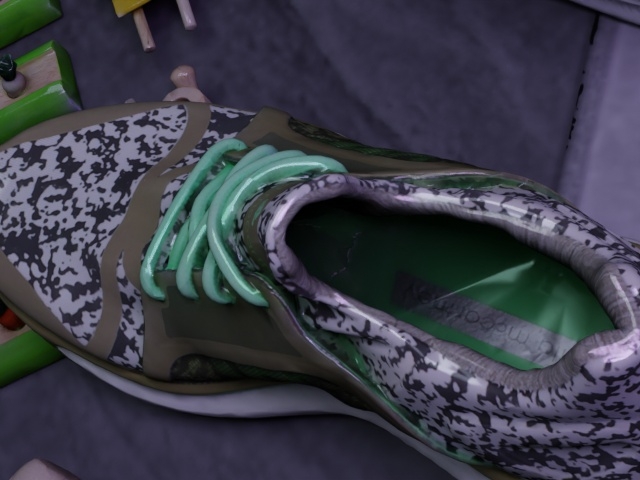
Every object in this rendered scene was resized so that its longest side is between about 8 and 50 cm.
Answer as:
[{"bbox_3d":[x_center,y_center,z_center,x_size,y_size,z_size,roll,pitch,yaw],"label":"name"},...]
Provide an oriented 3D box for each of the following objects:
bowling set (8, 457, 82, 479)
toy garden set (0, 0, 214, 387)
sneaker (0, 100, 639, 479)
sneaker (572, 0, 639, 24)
[{"bbox_3d":[-0.091,0.209,0.798,0.200,0.287,0.154,32,89,1],"label":"bowling set"},{"bbox_3d":[-0.137,-0.065,1.026,0.203,0.049,0.244,-26,57,14],"label":"toy garden set"},{"bbox_3d":[0.000,0.000,0.837,0.410,0.182,0.158,14,73,28],"label":"sneaker"},{"bbox_3d":[0.132,-0.243,0.927,0.322,0.130,0.236,23,82,39],"label":"sneaker"}]
